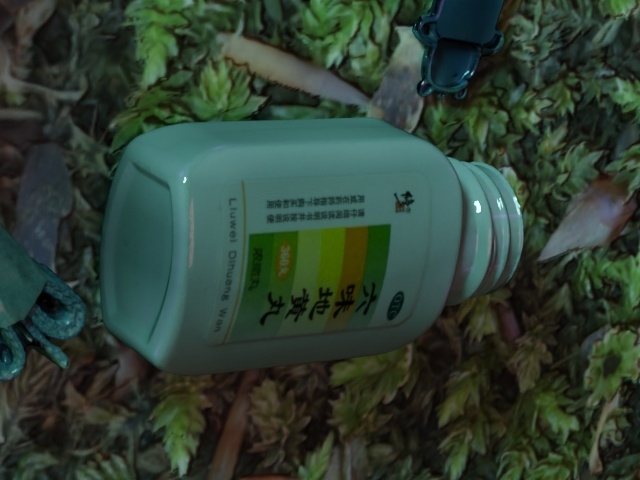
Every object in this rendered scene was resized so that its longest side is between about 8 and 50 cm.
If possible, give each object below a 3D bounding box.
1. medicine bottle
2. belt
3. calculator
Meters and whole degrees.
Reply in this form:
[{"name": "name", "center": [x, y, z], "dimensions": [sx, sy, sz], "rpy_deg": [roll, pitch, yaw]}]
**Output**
[{"name": "medicine bottle", "center": [0.000, 0.000, 1.483], "dimensions": [0.324, 0.124, 0.179], "rpy_deg": [-4, 111, -38]}, {"name": "belt", "center": [-0.267, -0.013, 1.306], "dimensions": [0.087, 0.072, 0.302], "rpy_deg": [-50, 128, -16]}, {"name": "calculator", "center": [0.115, -0.180, 1.566], "dimensions": [0.094, 0.019, 0.141], "rpy_deg": [6, 105, -39]}]
